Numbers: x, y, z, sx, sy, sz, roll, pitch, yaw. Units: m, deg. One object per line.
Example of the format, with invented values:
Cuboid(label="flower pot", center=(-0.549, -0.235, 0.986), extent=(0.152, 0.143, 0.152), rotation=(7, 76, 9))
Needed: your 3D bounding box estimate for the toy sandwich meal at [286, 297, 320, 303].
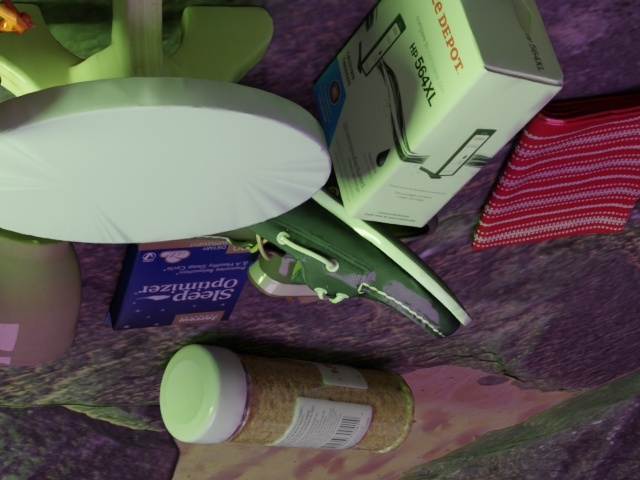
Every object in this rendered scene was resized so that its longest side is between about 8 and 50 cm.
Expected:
Cuboid(label="toy sandwich meal", center=(-0.020, 0.044, 1.369), extent=(0.085, 0.029, 0.086), rotation=(-12, 152, -7))

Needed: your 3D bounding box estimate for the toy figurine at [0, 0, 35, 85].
Cuboid(label="toy figurine", center=(-0.223, -0.169, 0.760), extent=(0.159, 0.173, 0.130), rotation=(-45, 157, 5))

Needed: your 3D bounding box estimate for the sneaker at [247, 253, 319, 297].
Cuboid(label="sneaker", center=(0.015, 0.012, 1.284), extent=(0.192, 0.064, 0.086), rotation=(-3, 136, -46))

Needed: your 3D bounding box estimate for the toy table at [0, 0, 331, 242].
Cuboid(label="toy table", center=(-0.141, -0.108, 0.898), extent=(0.274, 0.161, 0.252), rotation=(4, 146, -31))

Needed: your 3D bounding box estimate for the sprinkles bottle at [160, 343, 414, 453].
Cuboid(label="sprinkles bottle", center=(-0.036, 0.213, 1.568), extent=(0.355, 0.121, 0.121), rotation=(13, 141, -42))

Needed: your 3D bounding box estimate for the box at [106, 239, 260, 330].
Cuboid(label="box", center=(-0.150, 0.045, 1.300), extent=(0.136, 0.037, 0.225), rotation=(-4, 151, -21))

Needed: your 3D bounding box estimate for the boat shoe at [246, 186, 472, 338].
Cuboid(label="boat shoe", center=(0.000, 0.000, 1.070), extent=(0.091, 0.302, 0.114), rotation=(-50, -176, 2))

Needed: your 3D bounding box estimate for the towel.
Cuboid(label="towel", center=(0.288, -0.072, 1.318), extent=(0.198, 0.031, 0.275), rotation=(-8, 151, -13))

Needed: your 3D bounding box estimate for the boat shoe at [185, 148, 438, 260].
Cuboid(label="boat shoe", center=(-0.030, -0.035, 1.156), extent=(0.304, 0.091, 0.109), rotation=(-6, 150, -18))

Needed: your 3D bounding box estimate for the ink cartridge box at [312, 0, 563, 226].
Cuboid(label="ink cartridge box", center=(0.090, -0.129, 0.989), extent=(0.085, 0.148, 0.203), rotation=(6, 144, -31))

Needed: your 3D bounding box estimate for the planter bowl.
Cuboid(label="planter bowl", center=(-0.287, 0.023, 1.088), extent=(0.162, 0.162, 0.109), rotation=(6, 118, -35))
